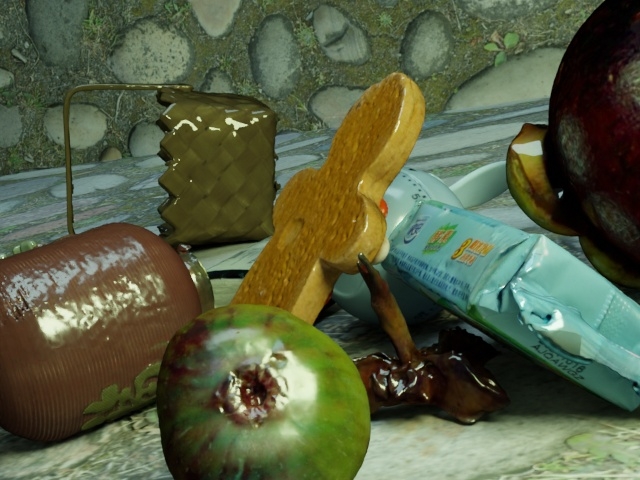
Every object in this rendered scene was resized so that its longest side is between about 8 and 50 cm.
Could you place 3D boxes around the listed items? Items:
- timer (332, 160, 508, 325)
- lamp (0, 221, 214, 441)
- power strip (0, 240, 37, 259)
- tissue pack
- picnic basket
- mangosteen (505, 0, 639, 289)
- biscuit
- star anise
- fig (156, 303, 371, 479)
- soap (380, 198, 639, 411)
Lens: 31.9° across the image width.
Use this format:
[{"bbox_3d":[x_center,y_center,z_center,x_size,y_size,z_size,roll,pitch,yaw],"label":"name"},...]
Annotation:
[{"bbox_3d":[0.094,-0.010,1.141,0.175,0.175,0.255,-5,16,30],"label":"timer"},{"bbox_3d":[-0.217,0.086,1.000,0.258,0.180,0.180,-22,15,-29],"label":"lamp"},{"bbox_3d":[-0.374,0.075,1.269,0.261,0.141,0.229,-5,14,41],"label":"power strip"},{"bbox_3d":[-0.052,0.050,1.181,0.103,0.090,0.170,-4,16,35],"label":"tissue pack"},{"bbox_3d":[-0.228,-0.115,1.720,0.321,0.254,0.291,-2,10,-10],"label":"picnic basket"},{"bbox_3d":[0.336,-0.082,1.015,0.307,0.307,0.347,-20,-15,-37],"label":"mangosteen"},{"bbox_3d":[0.002,0.001,0.984,0.049,0.324,0.205,28,-1,-23],"label":"biscuit"},{"bbox_3d":[0.066,0.070,0.865,0.158,0.144,0.140,-13,4,-1],"label":"star anise"},{"bbox_3d":[-0.042,0.129,0.776,0.149,0.149,0.245,-12,-16,-5],"label":"fig"},{"bbox_3d":[0.153,0.043,0.877,0.077,0.156,0.293,-57,16,-1],"label":"soap"}]
